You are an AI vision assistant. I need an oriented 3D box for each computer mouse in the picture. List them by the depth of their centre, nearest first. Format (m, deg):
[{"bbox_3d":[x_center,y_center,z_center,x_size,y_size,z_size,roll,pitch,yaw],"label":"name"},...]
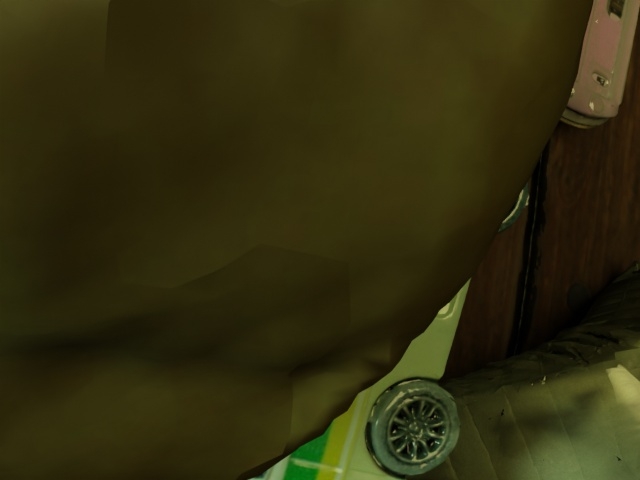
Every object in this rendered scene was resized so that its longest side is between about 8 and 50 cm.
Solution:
[{"bbox_3d":[0.173,-0.195,0.957,0.126,0.056,0.245,21,73,-29],"label":"computer mouse"}]

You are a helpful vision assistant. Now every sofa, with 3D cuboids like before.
[{"bbox_3d":[0.173,0.145,0.903,0.225,0.176,0.210,-33,103,-60],"label":"sofa"}]

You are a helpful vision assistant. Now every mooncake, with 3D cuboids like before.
[{"bbox_3d":[-0.123,-0.130,0.531,0.262,0.467,0.467,12,78,-33],"label":"mooncake"}]

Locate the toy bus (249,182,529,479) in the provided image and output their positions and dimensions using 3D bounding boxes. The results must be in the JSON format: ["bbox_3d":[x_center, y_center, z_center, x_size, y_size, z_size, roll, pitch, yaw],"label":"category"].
[{"bbox_3d":[0.000,0.000,0.747,0.165,0.134,0.276,14,92,-24],"label":"toy bus"}]
